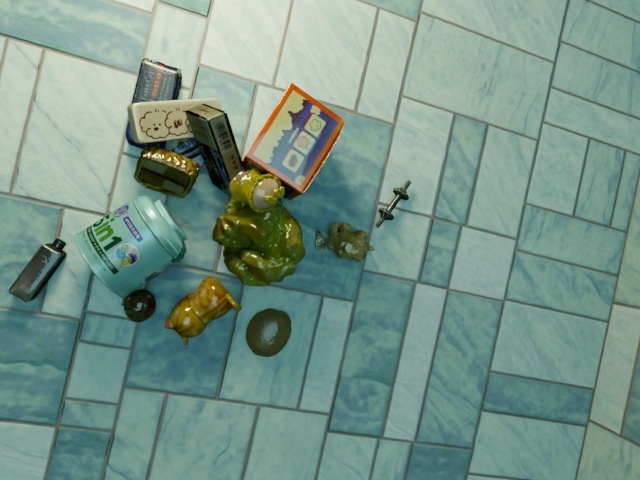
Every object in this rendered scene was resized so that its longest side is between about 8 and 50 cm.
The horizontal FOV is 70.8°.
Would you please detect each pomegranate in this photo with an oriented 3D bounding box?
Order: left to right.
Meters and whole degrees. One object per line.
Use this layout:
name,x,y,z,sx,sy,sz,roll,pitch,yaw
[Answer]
pomegranate,-0.699,0.248,1.726,0.130,0.130,0.131,0,92,-14

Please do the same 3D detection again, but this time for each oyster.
oyster,0.003,-0.001,1.934,0.051,0.034,0.093,5,102,2

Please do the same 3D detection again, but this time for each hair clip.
hair clip,-0.508,-0.345,1.789,0.195,0.052,0.124,-34,93,-5

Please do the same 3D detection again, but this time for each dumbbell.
dumbbell,0.322,-0.160,1.981,0.081,0.081,0.254,37,83,-12

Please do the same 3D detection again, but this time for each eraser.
eraser,-0.640,-0.516,1.722,0.154,0.101,0.333,13,88,-14

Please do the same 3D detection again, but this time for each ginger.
ginger,0.130,0.014,1.930,0.215,0.102,0.157,17,64,-11

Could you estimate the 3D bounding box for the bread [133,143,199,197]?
bread,-0.583,-0.261,1.713,0.222,0.181,0.096,20,50,-15

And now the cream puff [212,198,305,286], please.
cream puff,-0.258,-0.004,1.703,0.275,0.377,0.379,4,91,-50

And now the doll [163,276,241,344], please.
doll,-0.463,0.266,1.767,0.269,0.162,0.167,-36,115,0

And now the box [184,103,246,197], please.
box,-0.376,-0.330,1.660,0.084,0.198,0.311,-31,128,-24

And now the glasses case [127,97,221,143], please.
glasses case,-0.532,-0.449,1.679,0.336,0.076,0.144,-18,109,-34

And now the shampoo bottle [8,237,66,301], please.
shampoo bottle,-1.029,0.103,1.659,0.080,0.079,0.246,35,84,-14

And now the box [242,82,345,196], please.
box,-0.116,-0.358,1.730,0.256,0.348,0.319,31,83,-13

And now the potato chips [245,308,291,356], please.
potato chips,-0.211,0.387,1.880,0.208,0.062,0.196,-32,97,-9

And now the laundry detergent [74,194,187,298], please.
laundry detergent,-0.665,0.007,1.640,0.305,0.287,0.287,-35,99,-10

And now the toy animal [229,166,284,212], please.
toy animal,-0.219,-0.174,1.569,0.156,0.229,0.156,-16,116,-37
